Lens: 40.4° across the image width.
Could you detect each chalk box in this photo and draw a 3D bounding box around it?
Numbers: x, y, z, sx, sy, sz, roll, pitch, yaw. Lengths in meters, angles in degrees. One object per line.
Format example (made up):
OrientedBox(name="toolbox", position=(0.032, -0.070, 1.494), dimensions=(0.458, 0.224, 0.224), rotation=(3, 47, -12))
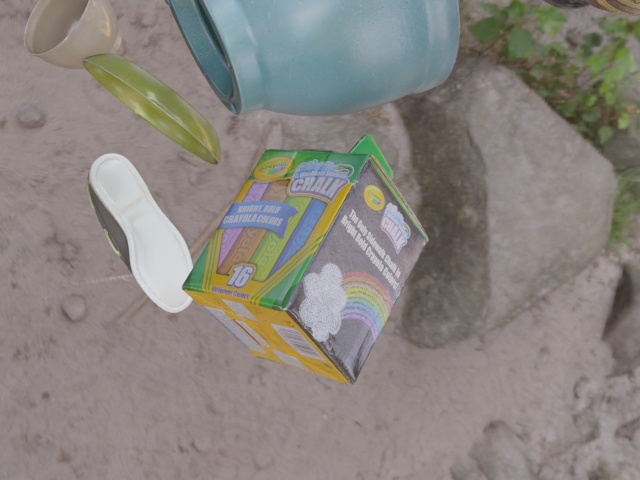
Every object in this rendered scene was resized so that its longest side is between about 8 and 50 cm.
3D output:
OrientedBox(name="chalk box", position=(0.000, 0.000, 0.805), dimensions=(0.132, 0.132, 0.213), rotation=(52, 58, -40))

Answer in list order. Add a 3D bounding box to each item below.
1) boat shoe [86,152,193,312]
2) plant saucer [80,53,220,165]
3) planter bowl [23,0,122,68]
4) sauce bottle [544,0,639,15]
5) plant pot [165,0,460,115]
OrientedBox(name="boat shoe", position=(-0.323, -0.010, 1.561), dimensions=(0.109, 0.091, 0.305), rotation=(-30, 97, -26))
OrientedBox(name="plant saucer", position=(-0.232, -0.194, 1.246), dimensions=(0.241, 0.241, 0.037), rotation=(38, 82, -21))
OrientedBox(name="planter bowl", position=(-0.410, -0.358, 1.488), dimensions=(0.109, 0.162, 0.162), rotation=(35, 81, -48))
OrientedBox(name="sauce bottle", position=(0.227, -0.207, 0.572), dimensions=(0.111, 0.344, 0.111), rotation=(-1, 99, -3))
OrientedBox(name="plant pot", position=(-0.033, -0.237, 0.821), dimensions=(0.196, 0.293, 0.293), rotation=(-29, 105, -13))
